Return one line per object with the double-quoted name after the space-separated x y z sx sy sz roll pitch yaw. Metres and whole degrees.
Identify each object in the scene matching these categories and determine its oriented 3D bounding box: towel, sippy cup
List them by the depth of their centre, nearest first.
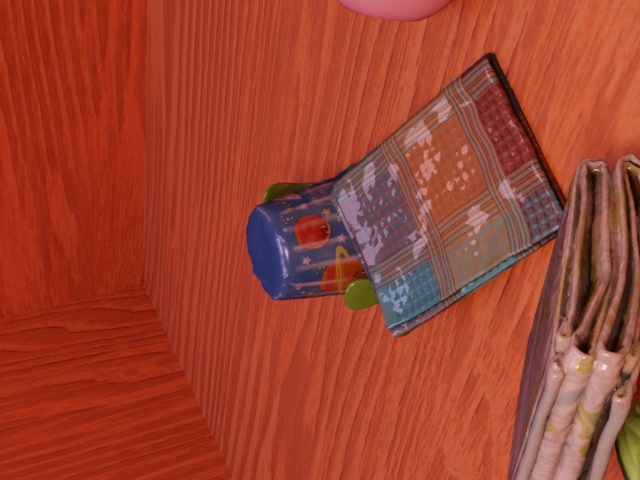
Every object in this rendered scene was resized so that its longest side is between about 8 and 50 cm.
0.270 0.136 0.920 0.320 0.090 0.374 -66 -17 -44 "towel"
0.165 -0.050 1.227 0.370 0.040 0.271 -40 66 46 "towel"
0.000 0.000 1.494 0.305 0.224 0.240 -10 93 66 "sippy cup"

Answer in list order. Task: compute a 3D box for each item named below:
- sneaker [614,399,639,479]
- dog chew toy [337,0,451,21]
0.410 0.343 0.755 0.202 0.185 0.483 100 150 -45 "sneaker"
0.108 -0.452 1.084 0.206 0.207 0.331 44 132 50 "dog chew toy"
